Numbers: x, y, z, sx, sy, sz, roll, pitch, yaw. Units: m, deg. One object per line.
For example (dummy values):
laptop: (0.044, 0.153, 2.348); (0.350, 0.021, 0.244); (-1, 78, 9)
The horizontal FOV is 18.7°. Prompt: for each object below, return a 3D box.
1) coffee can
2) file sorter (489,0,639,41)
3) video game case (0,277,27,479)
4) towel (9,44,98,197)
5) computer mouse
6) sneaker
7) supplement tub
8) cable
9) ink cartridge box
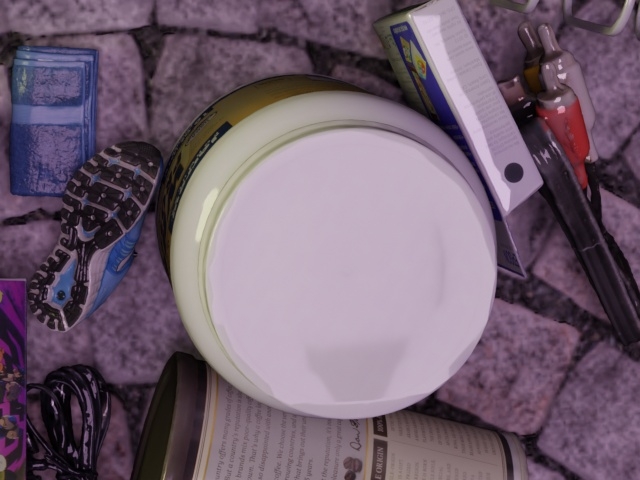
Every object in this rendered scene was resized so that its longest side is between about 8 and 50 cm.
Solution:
coffee can: (-0.003, 0.214, 1.497); (0.275, 0.201, 0.201); (14, 96, -10)
file sorter: (0.223, -0.242, 1.470); (0.277, 0.193, 0.173); (14, 99, -10)
video game case: (-0.326, 0.141, 1.458); (0.210, 0.042, 0.232); (2, 80, -16)
towel: (-0.207, -0.091, 1.512); (0.067, 0.029, 0.119); (2, 98, -7)
computer mouse: (-0.301, 0.194, 1.521); (0.272, 0.072, 0.188); (-1, 86, -16)
sneaker: (-0.169, -0.007, 1.512); (0.063, 0.073, 0.162); (34, 104, 14)
supplement tub: (0.000, 0.000, 1.408); (0.228, 0.316, 0.228); (-1, 98, -8)
cable: (0.213, -0.029, 1.501); (0.072, 0.139, 0.287); (-26, 114, 11)
ink cartridge box: (0.109, -0.080, 1.460); (0.045, 0.206, 0.208); (-24, 96, -4)
